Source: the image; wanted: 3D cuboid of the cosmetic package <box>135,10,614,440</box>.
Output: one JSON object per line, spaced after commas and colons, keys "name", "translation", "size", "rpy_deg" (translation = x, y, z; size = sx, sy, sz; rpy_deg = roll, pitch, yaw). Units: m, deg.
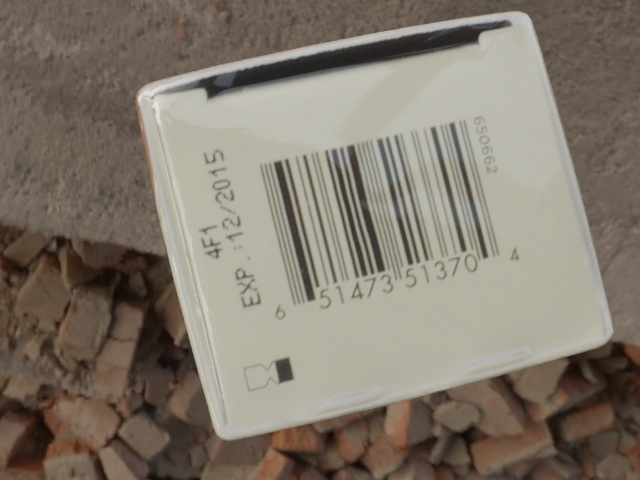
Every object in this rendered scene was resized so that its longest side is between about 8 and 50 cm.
{"name": "cosmetic package", "translation": [0.000, 0.000, 0.472], "size": [0.153, 0.296, 0.129], "rpy_deg": [-14, 88, -10]}
